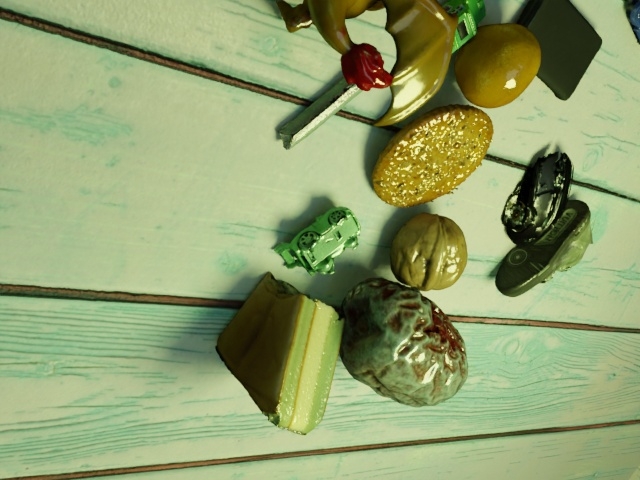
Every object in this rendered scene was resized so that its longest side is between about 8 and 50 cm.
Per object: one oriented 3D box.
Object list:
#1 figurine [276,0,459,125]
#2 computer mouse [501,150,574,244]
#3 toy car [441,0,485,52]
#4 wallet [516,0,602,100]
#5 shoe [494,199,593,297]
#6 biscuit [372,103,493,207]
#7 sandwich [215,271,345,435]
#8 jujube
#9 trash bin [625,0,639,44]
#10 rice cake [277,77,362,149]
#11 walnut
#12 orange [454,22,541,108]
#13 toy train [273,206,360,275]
[{"bbox_3d":[0.123,-0.394,1.035,0.386,0.268,0.401,-25,123,-2],"label":"figurine"},{"bbox_3d":[0.494,-0.085,1.674,0.146,0.077,0.242,-6,124,-36],"label":"computer mouse"},{"bbox_3d":[0.217,-0.359,1.273,0.165,0.062,0.071,-40,136,-6],"label":"toy car"},{"bbox_3d":[0.457,-0.380,1.456,0.250,0.044,0.149,22,102,-43],"label":"wallet"},{"bbox_3d":[0.545,0.049,1.783,0.293,0.109,0.149,-46,131,-6],"label":"shoe"},{"bbox_3d":[0.211,-0.151,1.398,0.253,0.035,0.254,-19,145,-14],"label":"biscuit"},{"bbox_3d":[-0.047,0.198,1.365,0.198,0.227,0.155,-51,137,7],"label":"sandwich"},{"bbox_3d":[0.163,0.208,1.500,0.226,0.226,0.317,-50,132,5],"label":"jujube"},{"bbox_3d":[0.744,-0.441,1.484,0.163,0.234,0.184,-50,137,6],"label":"trash bin"},{"bbox_3d":[0.014,-0.225,1.242,0.207,0.033,0.033,-40,146,-5],"label":"rice cake"},{"bbox_3d":[0.217,0.023,1.503,0.166,0.149,0.167,-1,121,-2],"label":"walnut"},{"bbox_3d":[0.307,-0.312,1.323,0.136,0.159,0.159,36,98,-3],"label":"orange"},{"bbox_3d":[0.000,0.000,1.370,0.149,0.081,0.099,-44,136,-10],"label":"toy train"}]
